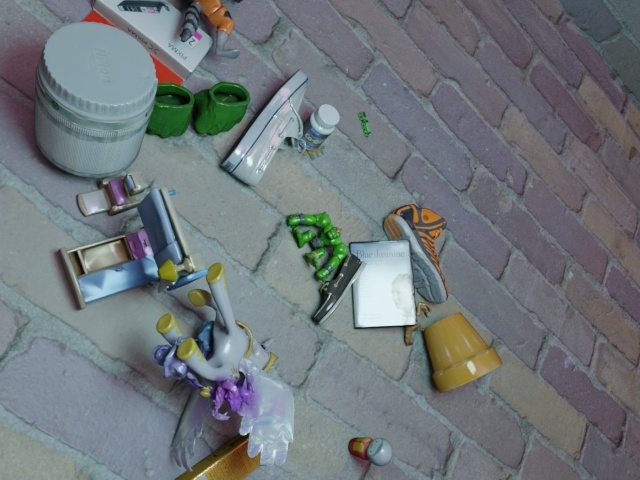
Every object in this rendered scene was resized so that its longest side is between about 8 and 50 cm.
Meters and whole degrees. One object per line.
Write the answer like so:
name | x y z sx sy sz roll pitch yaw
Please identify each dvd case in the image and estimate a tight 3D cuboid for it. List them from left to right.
dvd case | 0.181 0.125 1.533 0.180 0.022 0.253 -2 78 -2

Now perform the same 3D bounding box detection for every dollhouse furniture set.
dollhouse furniture set | -0.404 -0.014 1.072 0.198 0.303 0.287 -20 90 -35

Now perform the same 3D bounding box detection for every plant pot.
plant pot | 0.406 0.326 1.588 0.205 0.205 0.188 -15 72 -34

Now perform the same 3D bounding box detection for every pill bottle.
pill bottle | -0.006 -0.319 1.492 0.078 0.137 0.078 11 65 -24

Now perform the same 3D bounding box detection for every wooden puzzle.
wooden puzzle | -0.018 -0.266 1.557 0.083 0.006 0.049 -34 98 -34

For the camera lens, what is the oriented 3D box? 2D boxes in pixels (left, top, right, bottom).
camera lens | -0.468 -0.276 1.095 0.219 0.274 0.220 13 60 -23

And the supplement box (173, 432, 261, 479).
supplement box | -0.228 0.523 1.194 0.233 0.078 0.080 -30 96 -33

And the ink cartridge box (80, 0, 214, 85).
ink cartridge box | -0.438 -0.498 1.312 0.275 0.060 0.239 36 61 -21

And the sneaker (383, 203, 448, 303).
sneaker | 0.343 0.026 1.648 0.180 0.124 0.321 -30 96 -33

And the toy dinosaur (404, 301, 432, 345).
toy dinosaur | 0.268 0.210 1.580 0.112 0.064 0.212 -13 89 -11

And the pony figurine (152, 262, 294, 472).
pony figurine | -0.204 0.283 1.138 0.363 0.302 0.351 61 30 -41

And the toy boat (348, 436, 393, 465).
toy boat | 0.133 0.667 1.348 0.267 0.148 0.318 4 77 -32

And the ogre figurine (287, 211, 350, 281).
ogre figurine | 0.000 0.000 1.457 0.118 0.097 0.197 -28 66 -21

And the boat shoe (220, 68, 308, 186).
boat shoe | -0.106 -0.293 1.431 0.156 0.136 0.367 39 64 -19

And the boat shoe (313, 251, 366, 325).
boat shoe | 0.041 0.131 1.462 0.068 0.081 0.228 38 63 0

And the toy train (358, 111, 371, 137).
toy train | 0.142 -0.367 1.672 0.017 0.023 0.083 -16 87 -34

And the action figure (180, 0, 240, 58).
action figure | -0.320 -0.657 1.316 0.341 0.178 0.330 47 17 -55

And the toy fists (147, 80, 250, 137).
toy fists | -0.313 -0.322 1.303 0.279 0.142 0.096 -13 70 -34
